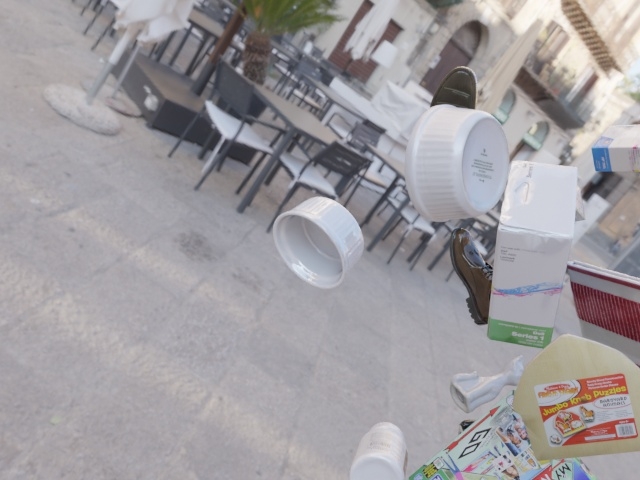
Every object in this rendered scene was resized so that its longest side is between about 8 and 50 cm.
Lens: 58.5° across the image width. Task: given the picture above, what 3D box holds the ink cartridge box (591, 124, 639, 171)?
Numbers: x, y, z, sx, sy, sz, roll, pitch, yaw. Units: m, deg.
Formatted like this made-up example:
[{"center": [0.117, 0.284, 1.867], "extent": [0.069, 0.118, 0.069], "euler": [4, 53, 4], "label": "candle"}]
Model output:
[{"center": [0.858, -0.244, 1.500], "extent": [0.231, 0.134, 0.078], "euler": [9, -49, 48], "label": "ink cartridge box"}]

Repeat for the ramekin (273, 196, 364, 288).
[{"center": [0.000, 0.000, 1.754], "extent": [0.277, 0.277, 0.135], "euler": [38, 52, 12], "label": "ramekin"}]

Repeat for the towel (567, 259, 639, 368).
[{"center": [0.557, 0.204, 1.010], "extent": [0.237, 0.037, 0.329], "euler": [26, -43, 68], "label": "towel"}]

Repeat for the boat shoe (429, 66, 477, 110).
[{"center": [0.343, -0.303, 1.478], "extent": [0.111, 0.307, 0.104], "euler": [20, 36, 20], "label": "boat shoe"}]

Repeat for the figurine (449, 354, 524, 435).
[{"center": [0.441, 0.407, 1.423], "extent": [0.209, 0.215, 0.092], "euler": [-17, 14, -16], "label": "figurine"}]

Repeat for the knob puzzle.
[{"center": [0.375, 0.219, 0.824], "extent": [0.213, 0.213, 0.030], "euler": [36, 23, 3], "label": "knob puzzle"}]

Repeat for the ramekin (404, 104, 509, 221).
[{"center": [0.321, -0.174, 1.297], "extent": [0.127, 0.273, 0.273], "euler": [8, -7, 45], "label": "ramekin"}]

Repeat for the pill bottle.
[{"center": [0.154, 0.552, 1.444], "extent": [0.131, 0.131, 0.229], "euler": [37, 11, 7], "label": "pill bottle"}]

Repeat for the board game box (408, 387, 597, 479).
[{"center": [0.359, 0.486, 1.169], "extent": [0.046, 0.317, 0.213], "euler": [11, 35, -54], "label": "board game box"}]

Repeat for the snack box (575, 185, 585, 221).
[{"center": [0.726, -0.120, 1.656], "extent": [0.141, 0.037, 0.100], "euler": [20, 64, -50], "label": "snack box"}]

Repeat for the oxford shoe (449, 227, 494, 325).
[{"center": [0.360, 0.072, 1.272], "extent": [0.083, 0.096, 0.227], "euler": [-21, 87, -36], "label": "oxford shoe"}]

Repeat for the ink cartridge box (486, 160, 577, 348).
[{"center": [0.380, 0.026, 1.034], "extent": [0.117, 0.278, 0.201], "euler": [8, 44, 19], "label": "ink cartridge box"}]
